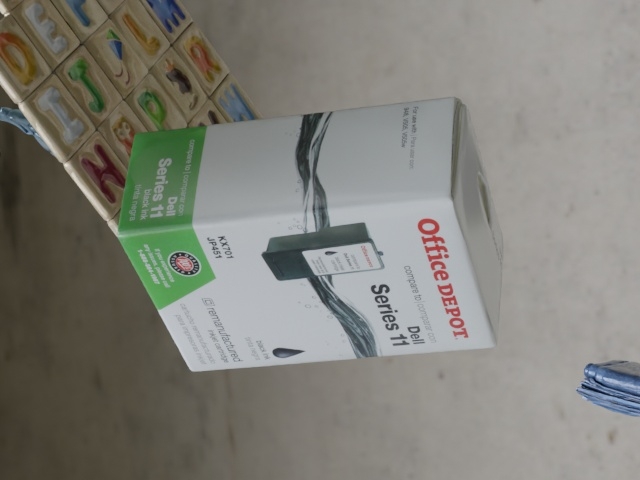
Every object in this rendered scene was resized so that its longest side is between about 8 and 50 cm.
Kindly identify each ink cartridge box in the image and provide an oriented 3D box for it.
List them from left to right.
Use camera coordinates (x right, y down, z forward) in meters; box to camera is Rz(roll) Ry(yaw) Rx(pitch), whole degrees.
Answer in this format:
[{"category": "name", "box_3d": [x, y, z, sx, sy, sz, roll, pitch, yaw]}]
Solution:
[{"category": "ink cartridge box", "box_3d": [0.000, 0.000, 1.063, 0.153, 0.208, 0.087, 67, -158, -47]}]

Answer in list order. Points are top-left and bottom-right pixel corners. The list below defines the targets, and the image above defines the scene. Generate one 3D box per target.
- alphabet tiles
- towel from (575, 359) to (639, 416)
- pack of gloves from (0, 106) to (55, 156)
[{"category": "alphabet tiles", "box_3d": [-0.156, -0.129, 1.436, 0.011, 0.285, 0.342, -27, 107, 30]}, {"category": "towel", "box_3d": [0.224, 0.100, 1.055, 0.119, 0.067, 0.029, 13, 99, 34]}, {"category": "pack of gloves", "box_3d": [-0.182, -0.075, 1.597, 0.195, 0.232, 0.046, 24, 83, 30]}]
